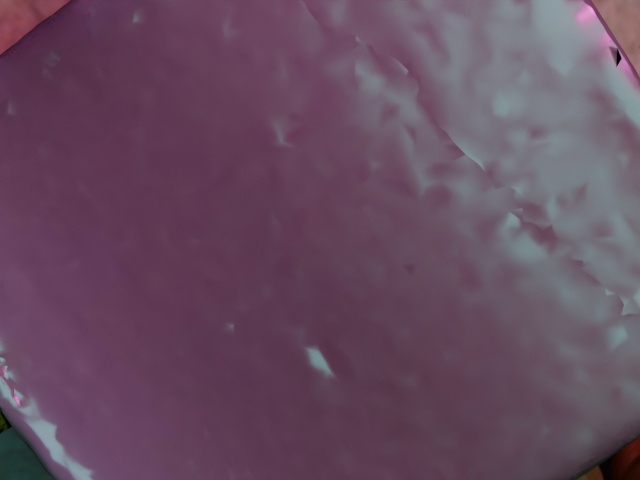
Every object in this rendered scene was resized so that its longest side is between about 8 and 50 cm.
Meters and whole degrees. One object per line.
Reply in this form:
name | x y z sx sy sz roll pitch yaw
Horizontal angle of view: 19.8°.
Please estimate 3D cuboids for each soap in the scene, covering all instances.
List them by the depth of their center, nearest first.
soap | 0.000 0.000 0.765 0.296 0.107 0.285 -34 95 7

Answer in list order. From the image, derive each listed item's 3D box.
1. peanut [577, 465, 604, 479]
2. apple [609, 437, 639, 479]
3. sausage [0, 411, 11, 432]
peanut | 0.050 0.089 0.887 0.108 0.095 0.226 -38 111 15
apple | 0.270 0.119 0.914 0.241 0.242 0.242 23 89 -16
sausage | -0.184 0.100 0.825 0.198 0.025 0.028 -32 108 -15
